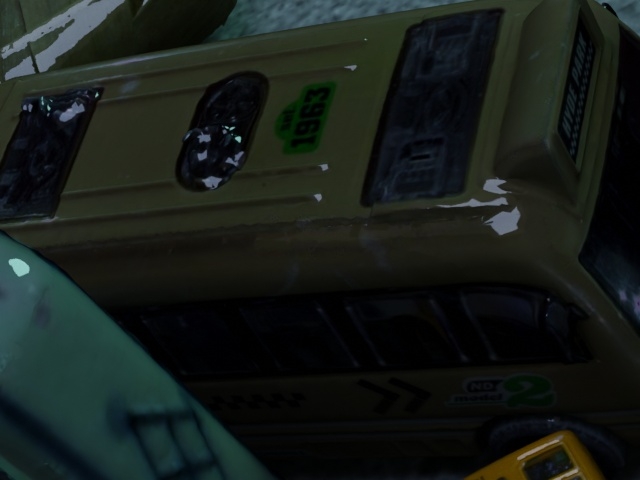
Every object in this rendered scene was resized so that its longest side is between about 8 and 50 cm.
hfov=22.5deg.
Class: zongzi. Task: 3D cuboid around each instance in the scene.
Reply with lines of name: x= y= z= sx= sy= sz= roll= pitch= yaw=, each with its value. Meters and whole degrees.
zongzi: x=-0.112 y=-0.071 z=0.797 sx=0.160 sy=0.078 sz=0.176 roll=-19 pitch=56 yaw=16

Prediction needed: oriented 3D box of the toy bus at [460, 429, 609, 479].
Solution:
toy bus: x=0.090 y=0.139 z=0.492 sx=0.074 sy=0.069 sz=0.162 roll=-31 pitch=43 yaw=5

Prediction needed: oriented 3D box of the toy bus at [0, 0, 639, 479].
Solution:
toy bus: x=0.000 y=0.000 z=0.601 sx=0.289 sy=0.157 sz=0.139 roll=-4 pitch=52 yaw=29

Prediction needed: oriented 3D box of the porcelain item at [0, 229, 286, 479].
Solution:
porcelain item: x=-0.164 y=0.095 z=0.534 sx=0.286 sy=0.281 sz=0.157 roll=2 pitch=56 yaw=35
